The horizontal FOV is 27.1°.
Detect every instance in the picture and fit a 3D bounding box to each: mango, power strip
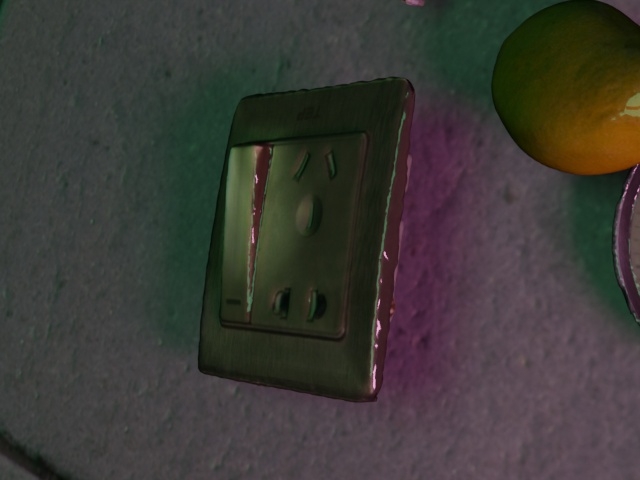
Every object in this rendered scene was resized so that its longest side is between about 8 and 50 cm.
[{"bbox_3d":[0.188,-0.109,0.951,0.122,0.085,0.191,-46,29,7],"label":"mango"},{"bbox_3d":[0.000,0.000,1.110,0.251,0.092,0.257,4,86,48],"label":"power strip"}]

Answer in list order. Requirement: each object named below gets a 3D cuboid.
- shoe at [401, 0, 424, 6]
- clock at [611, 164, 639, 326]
[{"bbox_3d":[0.079,-0.281,1.103,0.092,0.089,0.180,-45,54,39],"label":"shoe"},{"bbox_3d":[0.300,-0.003,0.896,0.215,0.042,0.215,-7,78,38],"label":"clock"}]
